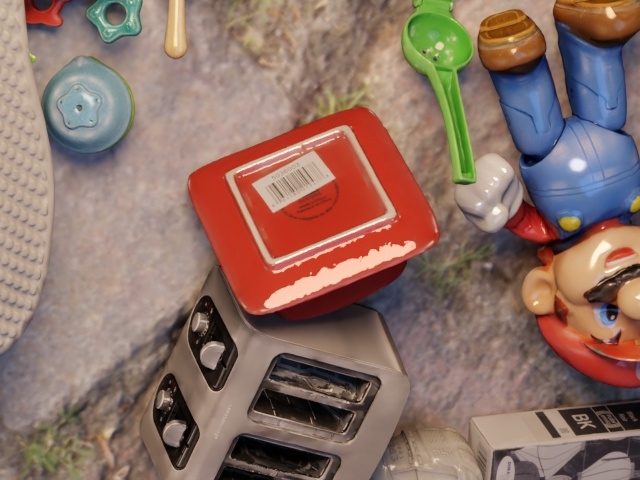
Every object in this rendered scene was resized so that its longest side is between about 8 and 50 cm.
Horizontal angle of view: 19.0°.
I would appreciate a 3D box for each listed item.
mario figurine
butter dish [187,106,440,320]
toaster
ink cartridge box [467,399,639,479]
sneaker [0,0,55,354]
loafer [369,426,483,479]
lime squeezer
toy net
[{"bbox_3d":[0.226,-0.026,1.487,0.198,0.170,0.320,-6,113,24],"label":"mario figurine"},{"bbox_3d":[0.000,0.000,1.464,0.160,0.160,0.118,-23,142,-5],"label":"butter dish"},{"bbox_3d":[-0.031,0.129,1.515,0.186,0.110,0.168,17,114,-23],"label":"toaster"},{"bbox_3d":[0.289,0.223,1.693,0.333,0.065,0.165,-5,116,-16],"label":"ink cartridge box"},{"bbox_3d":[-0.266,-0.080,1.303,0.126,0.127,0.321,-29,122,-56],"label":"sneaker"},{"bbox_3d":[0.074,0.309,1.647,0.111,0.112,0.319,-4,108,-10],"label":"loafer"},{"bbox_3d":[0.096,-0.189,1.419,0.059,0.110,0.310,7,82,-3],"label":"lime squeezer"},{"bbox_3d":[-0.137,-0.176,1.385,0.122,0.045,0.232,42,95,0],"label":"toy net"}]
